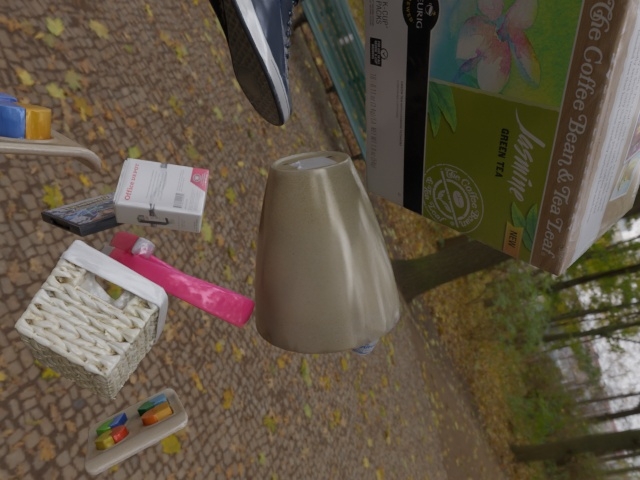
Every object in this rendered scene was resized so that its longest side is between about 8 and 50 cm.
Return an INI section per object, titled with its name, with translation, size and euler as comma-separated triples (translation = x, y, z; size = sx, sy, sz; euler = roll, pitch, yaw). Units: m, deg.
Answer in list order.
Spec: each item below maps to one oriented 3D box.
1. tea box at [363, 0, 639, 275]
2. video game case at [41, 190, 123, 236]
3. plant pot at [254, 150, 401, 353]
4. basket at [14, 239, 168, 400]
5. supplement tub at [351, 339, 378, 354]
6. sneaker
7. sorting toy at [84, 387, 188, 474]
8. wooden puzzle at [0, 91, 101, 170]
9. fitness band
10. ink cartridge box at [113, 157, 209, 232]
[tea box]
translation = 0.240, -0.193, 0.663
size = 0.219, 0.323, 0.329
euler = -31, 132, -32
[video game case]
translation = -0.629, -0.089, 1.511
size = 0.274, 0.248, 0.035
euler = -26, 120, -43
[plant pot]
translation = 0.000, 0.000, 0.855
size = 0.256, 0.256, 0.274
euler = -63, 149, -65
[basket]
translation = -0.244, 0.095, 0.558
size = 0.113, 0.167, 0.103
euler = 30, 58, -4
[supplement tub]
translation = 0.105, 0.213, 1.193
size = 0.107, 0.070, 0.071
euler = 105, -17, -52
[sneaker]
translation = -0.039, -0.271, 0.632
size = 0.163, 0.086, 0.226
euler = -37, 129, -25
[sorting toy]
translation = -0.372, 0.365, 1.027
size = 0.208, 0.192, 0.038
euler = 1, -67, 66
[wooden puzzle]
translation = -0.558, -0.194, 0.794
size = 0.347, 0.322, 0.081
euler = 2, 106, -43
[fitness band]
translation = -0.218, 0.059, 0.781
size = 0.209, 0.290, 0.054
euler = 34, 76, -32
[ink cartridge box]
translation = -0.414, -0.118, 1.354
size = 0.092, 0.217, 0.159
euler = 114, -19, -54
